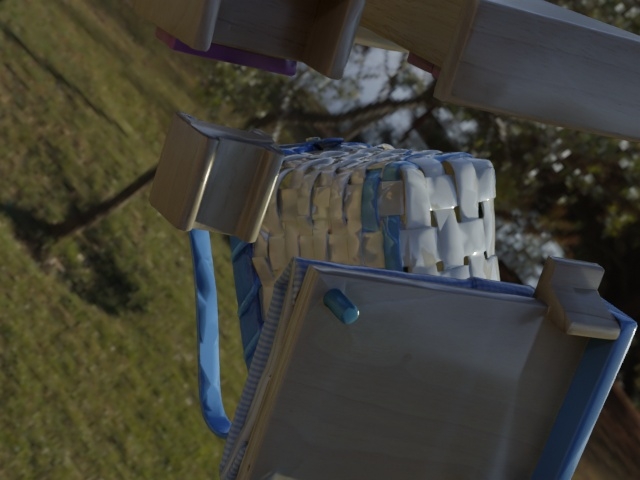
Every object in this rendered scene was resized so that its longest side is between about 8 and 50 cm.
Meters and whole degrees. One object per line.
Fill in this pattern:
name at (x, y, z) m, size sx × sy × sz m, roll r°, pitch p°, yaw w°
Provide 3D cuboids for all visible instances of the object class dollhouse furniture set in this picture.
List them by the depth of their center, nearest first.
dollhouse furniture set at (0.000, 0.000, 0.601) m, size 0.287 × 0.303 × 0.198 m, roll 7°, pitch 19°, yaw -30°

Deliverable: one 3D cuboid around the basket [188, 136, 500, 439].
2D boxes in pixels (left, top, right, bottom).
basket at (0.002, 0.042, 0.906) m, size 0.201 × 0.289 × 0.254 m, roll -10°, pitch 96°, yaw -53°
